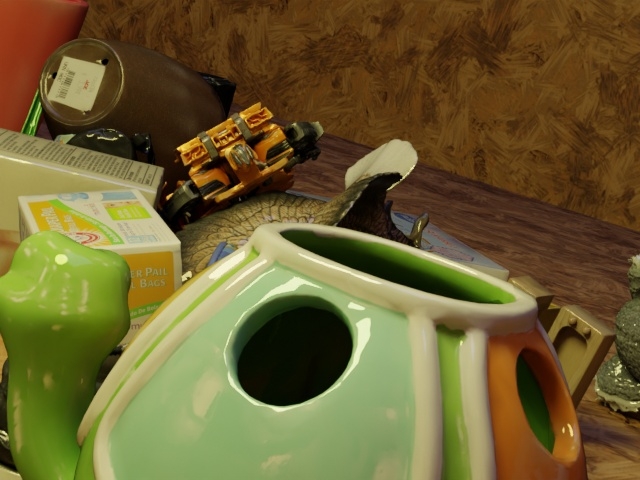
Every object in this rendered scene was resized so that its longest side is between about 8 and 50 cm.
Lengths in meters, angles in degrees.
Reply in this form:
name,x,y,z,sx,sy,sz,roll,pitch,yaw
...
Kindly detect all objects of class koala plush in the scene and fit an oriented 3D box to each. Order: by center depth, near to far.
name,x,y,z,sx,sy,sz,roll,pitch,yaw
koala plush,0.391,0.116,1.306,0.221,0.196,0.203,25,24,28

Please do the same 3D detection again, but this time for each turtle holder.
name,x,y,z,sx,sy,sz,roll,pitch,yaw
turtle holder,-0.011,0.107,0.653,0.243,0.227,0.320,7,13,-35

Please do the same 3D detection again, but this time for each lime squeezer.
name,x,y,z,sx,sy,sz,roll,pitch,yaw
lime squeezer,-0.372,-0.085,1.562,0.059,0.110,0.310,29,39,-10

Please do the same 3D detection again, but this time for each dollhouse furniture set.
name,x,y,z,sx,sy,sz,roll,pitch,yaw
dollhouse furniture set,0.152,0.107,1.192,0.123,0.144,0.151,-3,34,-49

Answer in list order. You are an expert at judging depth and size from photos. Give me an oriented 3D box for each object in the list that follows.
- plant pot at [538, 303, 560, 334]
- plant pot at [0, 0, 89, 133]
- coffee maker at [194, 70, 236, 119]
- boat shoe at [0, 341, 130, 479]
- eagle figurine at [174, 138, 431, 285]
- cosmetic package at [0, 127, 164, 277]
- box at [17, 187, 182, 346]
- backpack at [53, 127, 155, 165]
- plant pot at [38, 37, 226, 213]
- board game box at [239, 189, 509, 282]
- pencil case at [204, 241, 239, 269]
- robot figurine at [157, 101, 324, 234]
name,x,y,z,sx,sy,sz,roll,pitch,yaw
plant pot,0.194,0.098,1.390,0.082,0.083,0.081,23,13,35
plant pot,-0.507,-0.272,1.945,0.275,0.243,0.275,14,11,-3
coffee maker,-0.191,-0.172,2.030,0.171,0.178,0.120,14,11,-2
boat shoe,-0.102,0.110,0.888,0.114,0.091,0.302,20,12,26
eagle figurine,0.004,0.009,1.335,0.298,0.226,0.225,11,30,-46
cosmetic package,-0.313,-0.037,1.279,0.296,0.129,0.153,14,12,-5
box,-0.190,0.029,1.101,0.114,0.103,0.203,-5,16,-18
backpack,-0.255,-0.059,1.458,0.115,0.151,0.182,18,-1,-7
plant pot,-0.252,-0.159,1.604,0.215,0.215,0.230,18,-7,16
board game box,0.041,0.003,1.734,0.318,0.065,0.319,11,11,-19
pencil case,0.038,0.091,1.106,0.306,0.119,0.133,14,15,-2
robot figurine,-0.105,-0.072,1.478,0.211,0.085,0.291,-31,-6,-12
